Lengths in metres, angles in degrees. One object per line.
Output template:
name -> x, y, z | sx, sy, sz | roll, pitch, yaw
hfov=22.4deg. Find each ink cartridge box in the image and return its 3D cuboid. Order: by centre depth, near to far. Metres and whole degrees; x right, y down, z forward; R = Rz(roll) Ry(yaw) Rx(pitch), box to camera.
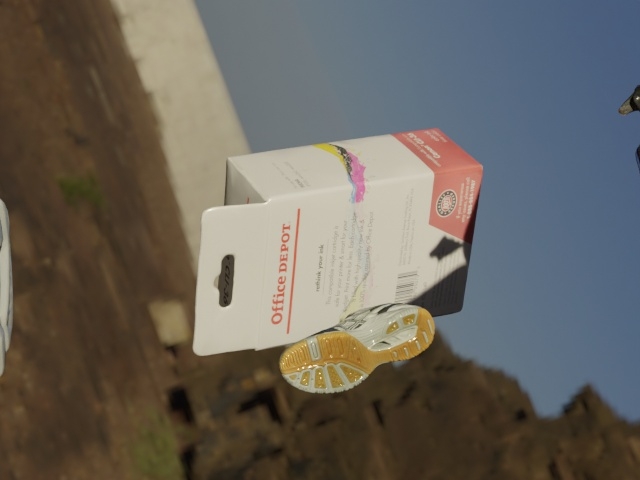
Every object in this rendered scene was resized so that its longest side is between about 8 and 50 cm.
ink cartridge box -> 0.000, 0.000, 1.058 | 0.067, 0.198, 0.115 | 47, -42, 50

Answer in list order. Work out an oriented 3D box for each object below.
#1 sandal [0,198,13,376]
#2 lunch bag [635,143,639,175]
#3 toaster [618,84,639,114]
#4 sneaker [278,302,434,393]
sandal -> -0.257, 0.075, 0.920 | 0.416, 0.102, 0.169 | -82, 171, -80
lunch bag -> 0.184, -0.028, 0.683 | 0.065, 0.098, 0.067 | 49, 22, -14
toaster -> 0.261, -0.123, 0.790 | 0.110, 0.185, 0.168 | 38, 56, -45
sneaker -> 0.015, 0.053, 0.816 | 0.037, 0.083, 0.032 | -153, -129, -66
